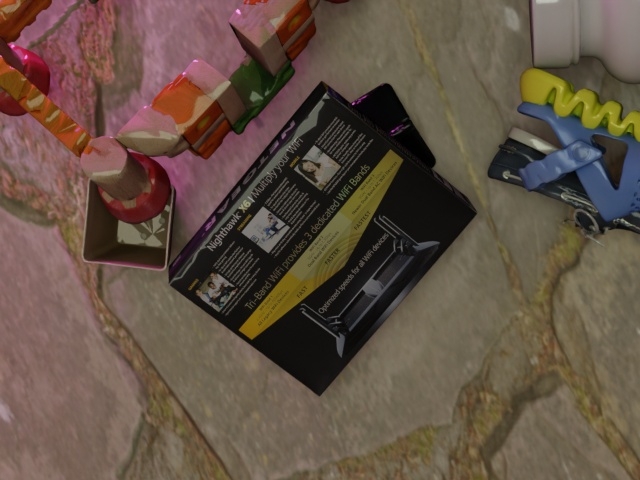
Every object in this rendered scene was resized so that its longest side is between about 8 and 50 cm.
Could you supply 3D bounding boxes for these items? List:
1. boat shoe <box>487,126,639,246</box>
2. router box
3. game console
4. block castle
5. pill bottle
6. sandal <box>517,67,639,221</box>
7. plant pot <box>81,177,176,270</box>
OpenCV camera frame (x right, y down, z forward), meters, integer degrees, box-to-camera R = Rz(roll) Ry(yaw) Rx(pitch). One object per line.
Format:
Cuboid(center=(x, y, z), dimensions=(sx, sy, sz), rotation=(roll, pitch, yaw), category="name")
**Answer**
Cuboid(center=(0.325, -0.048, 1.816), dimensions=(0.254, 0.095, 0.079), rotation=(30, 95, 5), category="boat shoe")
Cuboid(center=(0.000, 0.000, 1.830), dimensions=(0.243, 0.081, 0.309), rotation=(38, 99, -15), category="router box")
Cuboid(center=(0.067, -0.118, 1.884), dimensions=(0.122, 0.071, 0.107), rotation=(-31, 120, 9), category="game console")
Cuboid(center=(-0.178, -0.271, 1.793), dimensions=(0.303, 0.213, 0.453), rotation=(41, 86, 14), category="block castle")
Cuboid(center=(0.445, -0.300, 1.716), dimensions=(0.407, 0.229, 0.229), rotation=(-4, 94, 7), category="pill bottle")
Cuboid(center=(0.357, -0.081, 1.720), dimensions=(0.317, 0.126, 0.138), rotation=(25, 98, 17), category="sandal")
Cuboid(center=(-0.233, -0.025, 1.885), dimensions=(0.109, 0.096, 0.109), rotation=(6, 96, 6), category="plant pot")
